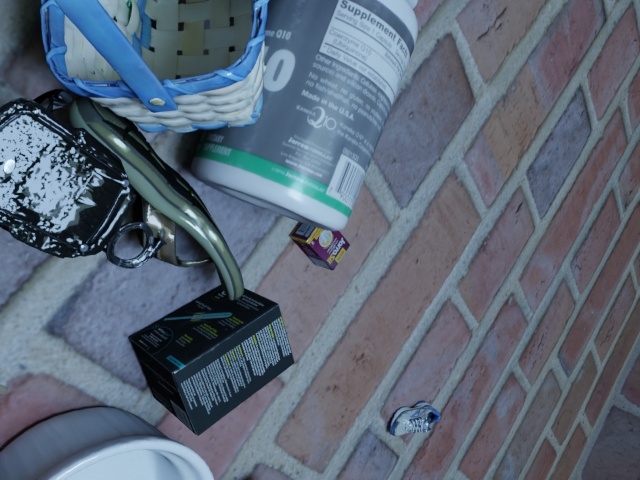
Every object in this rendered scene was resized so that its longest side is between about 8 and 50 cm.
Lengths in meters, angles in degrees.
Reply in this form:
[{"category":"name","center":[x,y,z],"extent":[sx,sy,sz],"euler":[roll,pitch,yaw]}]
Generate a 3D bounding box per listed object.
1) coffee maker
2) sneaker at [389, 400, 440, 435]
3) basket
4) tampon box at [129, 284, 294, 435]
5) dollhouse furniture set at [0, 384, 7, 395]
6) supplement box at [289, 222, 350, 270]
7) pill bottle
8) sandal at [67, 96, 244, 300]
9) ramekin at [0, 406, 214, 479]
[{"category":"coffee maker","center":[-0.261,-0.047,0.517],"extent":[0.120,0.178,0.171],"euler":[-42,126,-25]},{"category":"sneaker","center":[0.200,0.376,1.170],"extent":[0.135,0.058,0.052],"euler":[-13,111,-40]},{"category":"basket","center":[-0.143,-0.227,0.477],"extent":[0.289,0.200,0.255],"euler":[86,2,-72]},{"category":"tampon box","center":[-0.138,0.145,0.734],"extent":[0.161,0.120,0.102],"euler":[-30,121,-33]},{"category":"dollhouse furniture set","center":[-0.336,0.210,0.413],"extent":[0.135,0.262,0.259],"euler":[-19,148,6]},{"category":"supplement box","center":[0.000,0.000,0.873],"extent":[0.055,0.043,0.083],"euler":[-57,134,-16]},{"category":"pill bottle","center":[-0.004,-0.210,0.692],"extent":[0.204,0.204,0.361],"euler":[23,86,-45]},{"category":"sandal","center":[-0.189,-0.034,0.651],"extent":[0.086,0.120,0.303],"euler":[-38,127,-1]},{"category":"ramekin","center":[-0.273,0.336,0.657],"extent":[0.277,0.135,0.278],"euler":[-15,112,-40]}]
